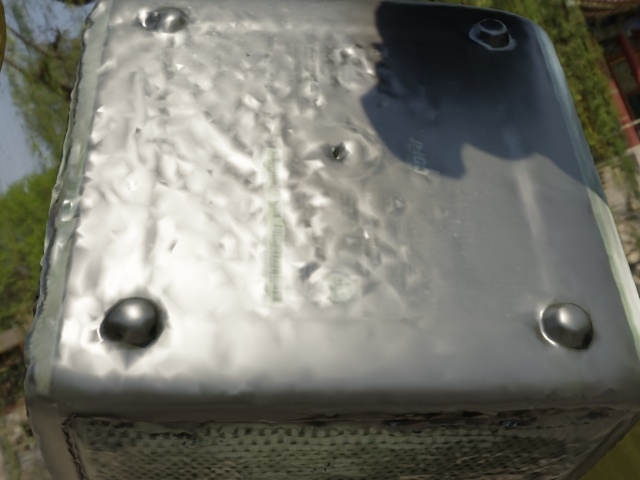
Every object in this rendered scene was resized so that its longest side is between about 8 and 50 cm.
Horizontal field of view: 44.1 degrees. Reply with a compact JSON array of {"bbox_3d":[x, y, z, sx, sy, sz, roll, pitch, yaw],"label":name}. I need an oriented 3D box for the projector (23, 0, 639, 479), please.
[{"bbox_3d":[0.000,0.000,0.636,0.405,0.395,0.242,1,-35,-7],"label":"projector"}]

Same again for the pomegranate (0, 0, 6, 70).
[{"bbox_3d":[-0.431,-0.201,0.742,0.260,0.260,0.260,-22,-3,-1],"label":"pomegranate"}]
